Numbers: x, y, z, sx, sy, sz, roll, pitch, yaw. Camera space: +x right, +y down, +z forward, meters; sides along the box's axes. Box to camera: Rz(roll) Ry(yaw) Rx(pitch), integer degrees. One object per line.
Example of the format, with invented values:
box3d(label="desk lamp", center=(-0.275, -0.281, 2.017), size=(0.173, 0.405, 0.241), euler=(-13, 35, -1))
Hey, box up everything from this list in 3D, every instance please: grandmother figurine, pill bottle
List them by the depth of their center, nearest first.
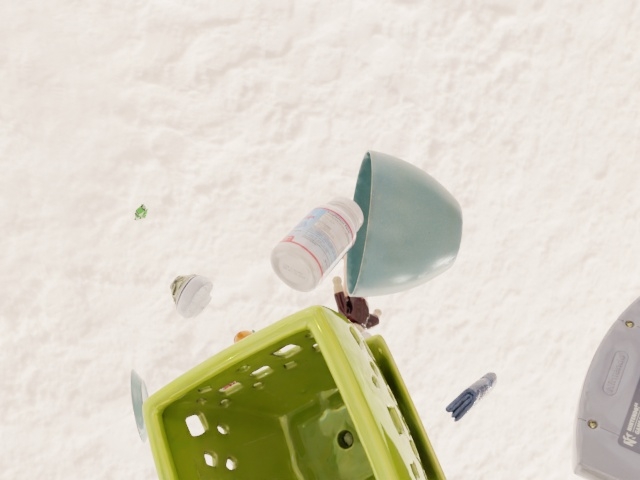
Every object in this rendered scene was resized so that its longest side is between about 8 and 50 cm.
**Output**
box3d(label="pill bottle", center=(0.000, 0.000, 1.008), size=(0.160, 0.087, 0.087), euler=(-47, 128, -41))
box3d(label="grandmother figurine", center=(0.101, 0.182, 1.882), size=(0.208, 0.342, 0.104), euler=(28, 134, -24))

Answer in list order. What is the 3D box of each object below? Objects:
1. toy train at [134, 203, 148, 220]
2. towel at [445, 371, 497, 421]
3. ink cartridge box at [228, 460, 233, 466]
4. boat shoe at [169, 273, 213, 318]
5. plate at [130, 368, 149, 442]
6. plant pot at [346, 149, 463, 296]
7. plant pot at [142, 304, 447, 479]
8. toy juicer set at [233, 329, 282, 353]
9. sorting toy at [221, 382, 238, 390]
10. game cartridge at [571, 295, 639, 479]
box3d(label="toy train", center=(-0.348, -0.052, 1.266), size=(0.023, 0.083, 0.017), euler=(-40, 94, -20))
box3d(label="towel", center=(0.252, 0.253, 1.073), size=(0.067, 0.029, 0.119), euler=(-52, 157, 25))
box3d(label="ink cartridge box", center=(-0.105, 0.474, 1.372), size=(0.189, 0.232, 0.066), euler=(29, 71, -7))
box3d(label="boat shoe", center=(-0.336, 0.134, 1.646), size=(0.094, 0.302, 0.109), euler=(38, 74, 1))
box3d(label="plate", center=(-0.452, 0.418, 1.666), size=(0.024, 0.188, 0.188), euler=(-10, 112, -10))
box3d(label="plant pot", center=(0.169, -0.022, 1.300), size=(0.195, 0.290, 0.290), euler=(7, 104, -4))
box3d(label="plant pot", center=(-0.007, 0.218, 0.668), size=(0.228, 0.227, 0.207), euler=(-31, 158, 19))
box3d(label="toy juicer set", center=(-0.079, 0.306, 1.577), size=(0.089, 0.329, 0.209), euler=(-50, 142, -7))
box3d(label="sorting toy", center=(-0.235, 0.347, 1.619), size=(0.042, 0.102, 0.061), euler=(-37, 164, -29))
box3d(label="game cartridge", center=(0.454, 0.213, 0.869), size=(0.297, 0.198, 0.062), euler=(-52, 146, -31))
